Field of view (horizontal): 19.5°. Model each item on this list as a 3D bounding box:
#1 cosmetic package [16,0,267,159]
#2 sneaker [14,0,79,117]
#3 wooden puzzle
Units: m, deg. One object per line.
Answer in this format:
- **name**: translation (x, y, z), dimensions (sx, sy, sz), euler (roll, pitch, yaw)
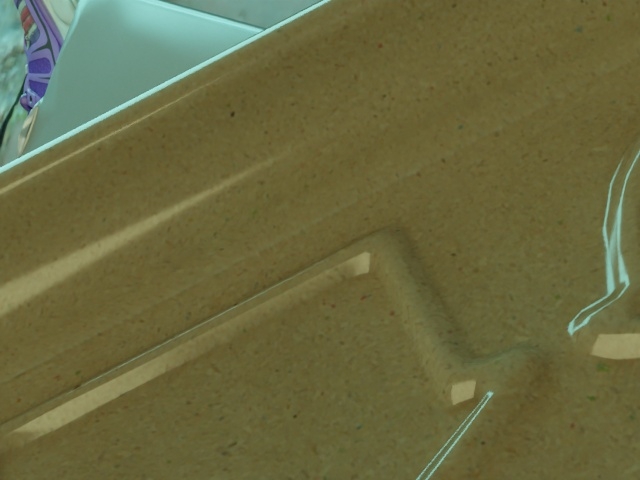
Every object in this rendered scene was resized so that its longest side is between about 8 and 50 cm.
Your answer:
- **cosmetic package**: translation (0.000, 0.000, 0.638), dimensions (0.238, 0.107, 0.127), euler (24, 93, 46)
- **sneaker**: translation (-0.110, -0.087, 0.788), dimensions (0.071, 0.068, 0.170), euler (-49, 47, 31)
- **wooden puzzle**: translation (0.074, 0.075, 0.347), dimensions (0.322, 0.080, 0.348), euler (-27, 47, 2)
